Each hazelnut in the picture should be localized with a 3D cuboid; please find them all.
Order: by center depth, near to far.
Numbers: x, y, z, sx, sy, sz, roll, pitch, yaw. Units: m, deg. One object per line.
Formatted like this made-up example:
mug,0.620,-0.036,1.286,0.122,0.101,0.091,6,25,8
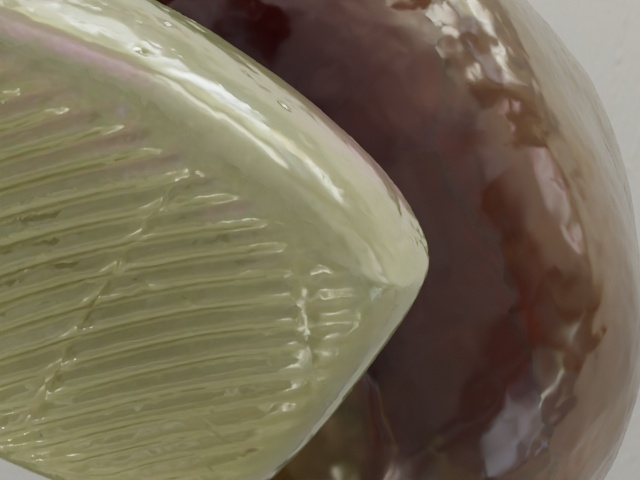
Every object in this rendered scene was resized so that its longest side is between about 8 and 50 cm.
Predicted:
hazelnut,0.000,0.000,0.979,0.359,0.359,0.409,-20,-88,-8

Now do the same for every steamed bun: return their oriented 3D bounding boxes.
steamed bun,-0.088,-0.018,0.645,0.238,0.170,0.152,31,-153,-9
